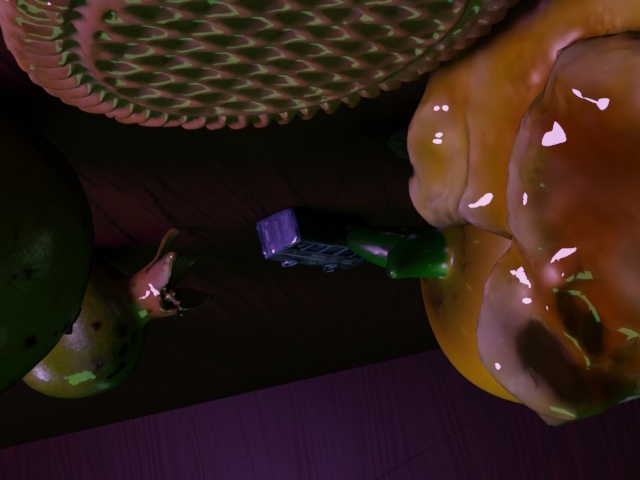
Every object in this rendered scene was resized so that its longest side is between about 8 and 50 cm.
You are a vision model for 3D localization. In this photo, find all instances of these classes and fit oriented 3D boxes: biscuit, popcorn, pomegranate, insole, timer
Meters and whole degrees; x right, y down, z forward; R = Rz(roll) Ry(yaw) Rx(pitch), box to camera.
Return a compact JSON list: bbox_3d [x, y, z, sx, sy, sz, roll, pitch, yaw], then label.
[{"bbox_3d":[-0.014,-0.127,0.416,0.259,0.079,0.259,-11,165,-3],"label":"biscuit"},{"bbox_3d":[0.225,-0.056,0.463,0.279,0.275,0.335,7,157,-22],"label":"popcorn"},{"bbox_3d":[-0.222,0.063,0.922,0.220,0.156,0.156,-45,163,1],"label":"pomegranate"},{"bbox_3d":[-0.250,-0.003,0.542,0.202,0.202,0.248,-24,132,40],"label":"pomegranate"},{"bbox_3d":[0.118,-0.085,0.854,0.065,0.006,0.193,-21,164,30],"label":"insole"},{"bbox_3d":[0.155,0.010,0.760,0.285,0.285,0.285,-12,166,-3],"label":"timer"}]

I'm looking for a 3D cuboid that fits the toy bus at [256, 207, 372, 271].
[{"bbox_3d":[0.000,0.000,1.009,0.065,0.047,0.166,-26,161,31],"label":"toy bus"}]
